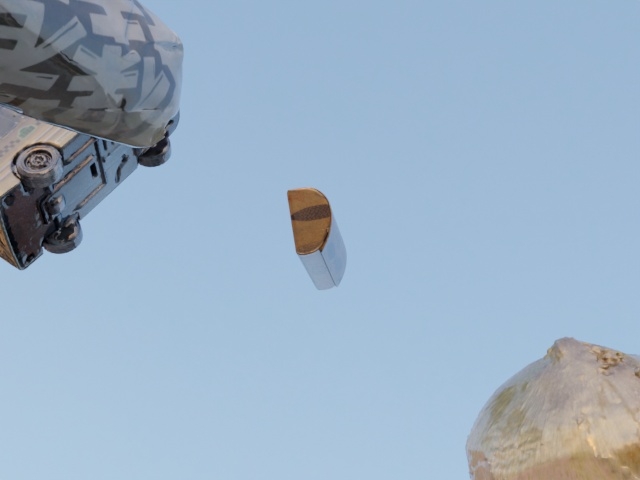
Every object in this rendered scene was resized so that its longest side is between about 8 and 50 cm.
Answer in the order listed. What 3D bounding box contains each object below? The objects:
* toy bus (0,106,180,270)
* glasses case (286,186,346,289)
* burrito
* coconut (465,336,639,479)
[{"bbox_3d":[-0.296,-0.115,1.256,0.157,0.289,0.139,28,-33,21],"label":"toy bus"},{"bbox_3d":[0.000,0.000,1.082,0.041,0.064,0.170,-9,-15,3],"label":"glasses case"},{"bbox_3d":[-0.241,-0.174,0.784,0.101,0.139,0.445,-9,-15,25],"label":"burrito"},{"bbox_3d":[0.191,0.157,0.749,0.194,0.194,0.194,6,-52,7],"label":"coconut"}]
